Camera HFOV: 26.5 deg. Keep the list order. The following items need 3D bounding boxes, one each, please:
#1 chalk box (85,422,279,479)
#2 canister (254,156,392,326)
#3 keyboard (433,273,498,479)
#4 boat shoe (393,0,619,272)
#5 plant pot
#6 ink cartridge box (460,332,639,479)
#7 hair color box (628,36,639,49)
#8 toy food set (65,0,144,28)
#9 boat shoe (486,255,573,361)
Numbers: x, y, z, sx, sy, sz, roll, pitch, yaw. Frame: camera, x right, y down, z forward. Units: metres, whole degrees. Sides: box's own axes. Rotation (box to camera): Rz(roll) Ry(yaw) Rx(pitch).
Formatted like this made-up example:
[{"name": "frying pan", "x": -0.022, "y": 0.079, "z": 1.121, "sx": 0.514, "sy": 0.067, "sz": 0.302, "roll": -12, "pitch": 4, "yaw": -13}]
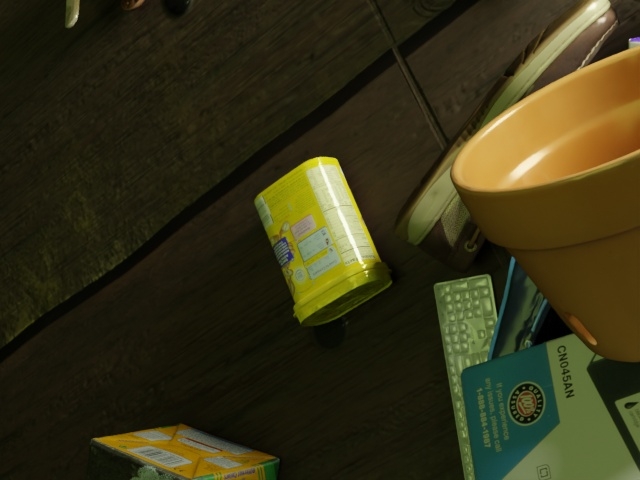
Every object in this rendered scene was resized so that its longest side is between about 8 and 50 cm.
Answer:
[{"name": "chalk box", "x": -0.188, "y": 0.398, "z": 1.702, "sx": 0.180, "sy": 0.179, "sz": 0.289, "roll": 15, "pitch": 99, "yaw": 34}, {"name": "canister", "x": 0.000, "y": 0.000, "z": 1.630, "sx": 0.126, "sy": 0.073, "sz": 0.170, "roll": -33, "pitch": 70, "yaw": 31}, {"name": "keyboard", "x": 0.181, "y": 0.169, "z": 1.536, "sx": 0.072, "sy": 0.014, "sz": 0.256, "roll": -13, "pitch": 83, "yaw": 35}, {"name": "boat shoe", "x": 0.221, "y": -0.107, "z": 1.462, "sx": 0.123, "sy": 0.123, "sz": 0.342, "roll": 37, "pitch": 108, "yaw": -2}, {"name": "plant pot", "x": 0.286, "y": -0.030, "z": 1.186, "sx": 0.291, "sy": 0.291, "sz": 0.203, "roll": -16, "pitch": 110, "yaw": 34}, {"name": "ink cartridge box", "x": 0.349, "y": 0.207, "z": 1.217, "sx": 0.395, "sy": 0.166, "sz": 0.285, "roll": -21, "pitch": 50, "yaw": 20}, {"name": "hair color box", "x": 0.457, "y": -0.092, "z": 1.265, "sx": 0.339, "sy": 0.110, "sz": 0.185, "roll": 9, "pitch": 107, "yaw": 34}, {"name": "toy food set", "x": -0.248, "y": -0.372, "z": 1.817, "sx": 0.218, "sy": 0.071, "sz": 0.128, "roll": -35, "pitch": 47, "yaw": 28}, {"name": "boat shoe", "x": 0.235, "y": 0.113, "z": 1.439, "sx": 0.089, "sy": 0.109, "sz": 0.258, "roll": 10, "pitch": 98, "yaw": 46}]
